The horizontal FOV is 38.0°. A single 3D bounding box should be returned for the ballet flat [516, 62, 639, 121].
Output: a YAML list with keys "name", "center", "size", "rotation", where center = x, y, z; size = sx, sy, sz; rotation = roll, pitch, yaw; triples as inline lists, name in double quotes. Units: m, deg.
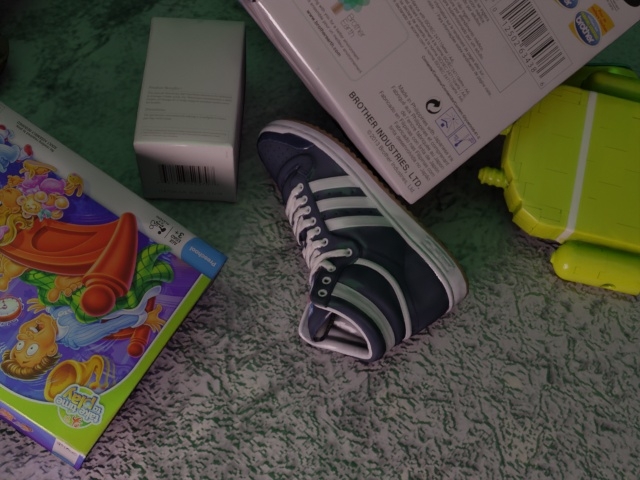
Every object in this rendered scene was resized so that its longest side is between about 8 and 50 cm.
- name: "ballet flat"
  center: [0.260, -0.170, 1.081]
  size: [0.231, 0.077, 0.077]
  rotation: [2, 72, -4]

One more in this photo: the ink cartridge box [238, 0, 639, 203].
- name: "ink cartridge box"
  center: [0.151, -0.267, 0.932]
  size: [0.395, 0.270, 0.151]
  rotation: [-39, 25, 2]

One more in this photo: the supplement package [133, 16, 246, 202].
- name: "supplement package"
  center: [-0.138, -0.144, 1.018]
  size: [0.105, 0.105, 0.179]
  rotation: [3, 59, -1]

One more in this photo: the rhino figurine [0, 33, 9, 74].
- name: "rhino figurine"
  center: [-0.460, -0.251, 1.084]
  size: [0.243, 0.073, 0.106]
  rotation: [39, 68, 20]

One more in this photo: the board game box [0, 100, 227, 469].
- name: "board game box"
  center: [-0.297, 0.017, 0.868]
  size: [0.347, 0.078, 0.233]
  rotation: [34, 61, -3]

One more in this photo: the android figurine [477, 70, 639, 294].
- name: "android figurine"
  center: [0.309, -0.070, 1.000]
  size: [0.273, 0.056, 0.248]
  rotation: [12, 73, 2]

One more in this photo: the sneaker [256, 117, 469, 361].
- name: "sneaker"
  center: [0.000, 0.000, 0.942]
  size: [0.153, 0.099, 0.282]
  rotation: [-38, 71, -25]
